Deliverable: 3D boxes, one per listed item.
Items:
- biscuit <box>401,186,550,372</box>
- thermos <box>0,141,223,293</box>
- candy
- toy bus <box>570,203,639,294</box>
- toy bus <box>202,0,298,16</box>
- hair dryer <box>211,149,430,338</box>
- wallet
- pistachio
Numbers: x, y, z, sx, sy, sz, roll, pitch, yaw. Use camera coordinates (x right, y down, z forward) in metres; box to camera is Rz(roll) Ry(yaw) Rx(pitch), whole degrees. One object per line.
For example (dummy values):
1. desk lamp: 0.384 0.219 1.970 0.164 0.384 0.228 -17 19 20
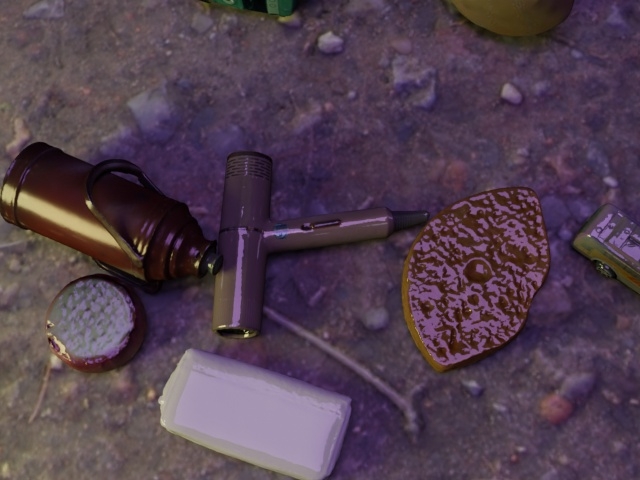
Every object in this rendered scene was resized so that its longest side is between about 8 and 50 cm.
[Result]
1. biscuit: 0.160 0.034 1.002 0.142 0.029 0.220 23 74 8
2. thermos: -0.207 -0.014 0.993 0.232 0.124 0.099 23 33 12
3. candy: -0.231 0.085 0.989 0.103 0.043 0.103 0 71 1
4. toy bus: 0.340 0.030 0.976 0.172 0.072 0.057 38 80 14
5. toy bus: -0.048 -0.390 1.107 0.147 0.128 0.256 19 70 7
6. hair dryer: 0.002 0.012 1.012 0.220 0.053 0.195 5 72 -3
7. wallet: -0.068 0.173 0.959 0.190 0.033 0.095 16 70 6
8. pistachio: 0.201 -0.326 1.080 0.152 0.126 0.223 -44 71 25
